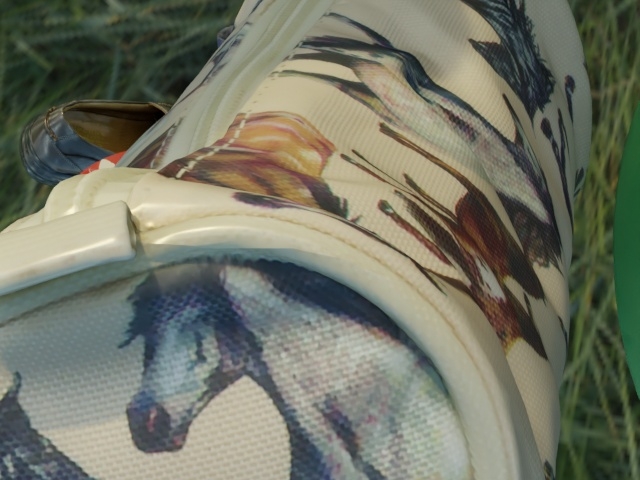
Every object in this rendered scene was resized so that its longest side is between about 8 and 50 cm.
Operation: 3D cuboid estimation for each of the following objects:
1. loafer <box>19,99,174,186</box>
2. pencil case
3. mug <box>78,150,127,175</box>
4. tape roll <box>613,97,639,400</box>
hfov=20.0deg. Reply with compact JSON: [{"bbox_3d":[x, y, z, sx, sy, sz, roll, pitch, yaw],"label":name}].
[{"bbox_3d":[-0.110,-0.063,1.204,0.170,0.062,0.061,-3,161,-30],"label":"loafer"},{"bbox_3d":[0.000,0.000,0.591,0.160,0.410,0.183,-25,104,19],"label":"pencil case"},{"bbox_3d":[-0.100,0.029,1.039,0.150,0.169,0.113,17,122,-39],"label":"mug"},{"bbox_3d":[0.282,0.009,0.798,0.321,0.321,0.077,44,159,-14],"label":"tape roll"}]
